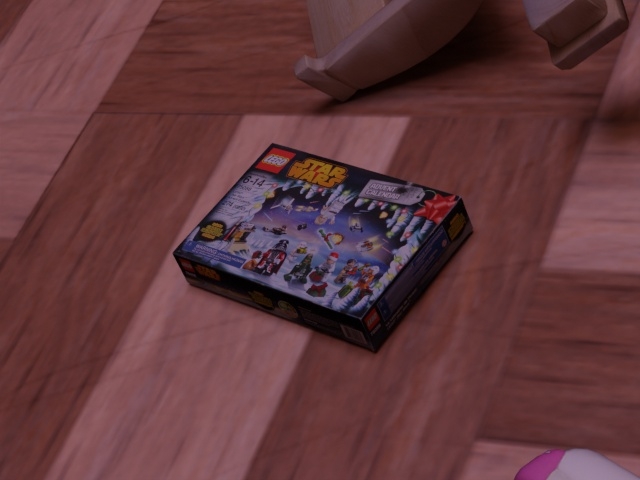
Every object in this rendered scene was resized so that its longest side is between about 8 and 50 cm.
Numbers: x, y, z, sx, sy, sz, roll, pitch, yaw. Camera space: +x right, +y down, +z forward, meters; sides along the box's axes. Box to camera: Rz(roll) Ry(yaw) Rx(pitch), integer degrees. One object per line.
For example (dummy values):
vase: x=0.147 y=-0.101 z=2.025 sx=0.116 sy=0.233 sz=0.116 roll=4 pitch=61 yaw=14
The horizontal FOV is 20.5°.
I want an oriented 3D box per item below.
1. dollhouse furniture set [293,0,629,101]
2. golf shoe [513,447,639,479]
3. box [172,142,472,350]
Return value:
dollhouse furniture set: x=0.108 y=-0.150 z=1.053 sx=0.355 sy=0.174 sz=0.303 roll=-36 pitch=47 yaw=33
golf shoe: x=0.196 y=0.167 z=0.638 sx=0.140 sy=0.115 sz=0.306 roll=-31 pitch=49 yaw=-20
box: x=0.000 y=0.000 z=0.952 sx=0.137 sy=0.027 sz=0.094 roll=17 pitch=55 yaw=38
